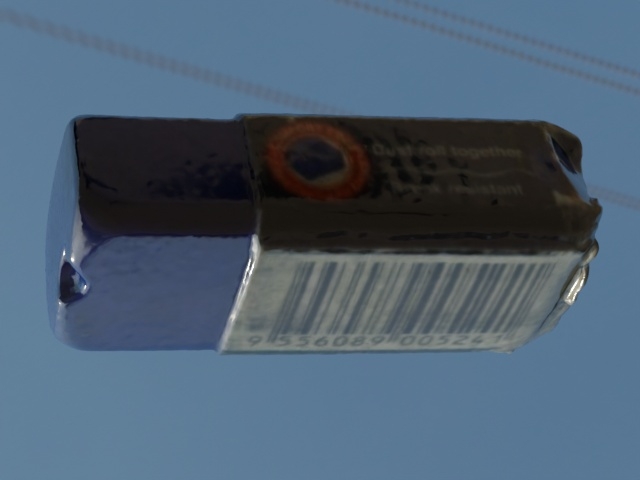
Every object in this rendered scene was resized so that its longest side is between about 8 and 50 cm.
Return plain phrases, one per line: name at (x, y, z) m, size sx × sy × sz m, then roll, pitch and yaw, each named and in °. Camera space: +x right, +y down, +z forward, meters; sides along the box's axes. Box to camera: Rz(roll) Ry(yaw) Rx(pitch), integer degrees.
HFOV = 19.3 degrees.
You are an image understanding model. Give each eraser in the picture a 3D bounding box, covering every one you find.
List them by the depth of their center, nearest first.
eraser at (0.000, 0.000, 1.172) m, size 0.332 × 0.155 × 0.101 m, roll 1°, pitch -128°, yaw -16°
